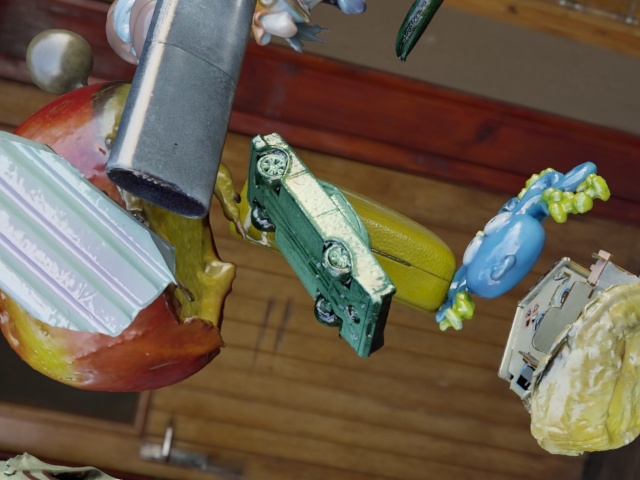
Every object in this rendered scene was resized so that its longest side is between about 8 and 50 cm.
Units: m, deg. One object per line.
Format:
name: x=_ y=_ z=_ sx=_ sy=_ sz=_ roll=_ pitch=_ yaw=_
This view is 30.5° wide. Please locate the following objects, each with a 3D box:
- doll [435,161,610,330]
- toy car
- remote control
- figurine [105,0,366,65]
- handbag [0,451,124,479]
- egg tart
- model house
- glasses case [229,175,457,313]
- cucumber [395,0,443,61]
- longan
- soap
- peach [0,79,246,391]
doll: x=0.298 y=-0.012 z=1.868 sx=0.346 sy=0.099 sz=0.341 roll=-43 pitch=9 yaw=18
toy car: x=0.000 y=0.000 z=1.580 sx=0.321 sy=0.097 sz=0.141 roll=54 pitch=154 yaw=30
remote control: x=-0.129 y=-0.190 z=1.203 sx=0.044 sy=0.107 sz=0.378 roll=-48 pitch=26 yaw=48
figurine: x=-0.142 y=-0.357 z=1.844 sx=0.277 sy=0.388 sz=0.248 roll=63 pitch=178 yaw=17
handbag: x=-0.165 y=0.215 z=0.776 sx=0.235 sy=0.212 sz=0.127 roll=82 pitch=-147 yaw=-82
egg tart: x=0.357 y=0.169 z=1.427 sx=0.098 sy=0.252 sz=0.232 roll=31 pitch=124 yaw=45
model house: x=0.460 y=0.161 z=2.249 sx=0.326 sy=0.169 sz=0.244 roll=-64 pitch=11 yaw=6
glasses case: x=0.039 y=-0.009 z=1.856 sx=0.141 sy=0.371 sz=0.173 roll=-68 pitch=20 yaw=-2
cucumber: x=0.138 y=-0.307 z=1.513 sx=0.036 sy=0.033 sz=0.184 roll=-34 pitch=-19 yaw=-52
longan: x=-0.406 y=-0.278 z=1.842 sx=0.092 sy=0.113 sz=0.113 roll=-55 pitch=-16 yaw=-66
soap: x=-0.267 y=-0.004 z=1.199 sx=0.145 sy=0.230 sz=0.091 roll=-45 pitch=13 yaw=3
peach: x=-0.265 y=-0.006 z=1.518 sx=0.339 sy=0.353 sz=0.417 roll=-92 pitch=20 yaw=-55
